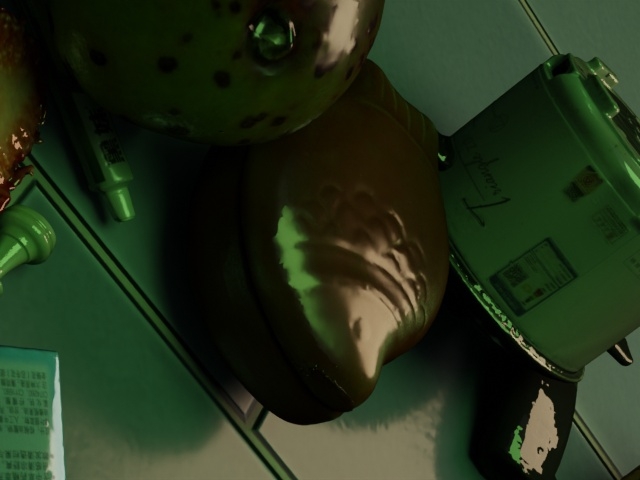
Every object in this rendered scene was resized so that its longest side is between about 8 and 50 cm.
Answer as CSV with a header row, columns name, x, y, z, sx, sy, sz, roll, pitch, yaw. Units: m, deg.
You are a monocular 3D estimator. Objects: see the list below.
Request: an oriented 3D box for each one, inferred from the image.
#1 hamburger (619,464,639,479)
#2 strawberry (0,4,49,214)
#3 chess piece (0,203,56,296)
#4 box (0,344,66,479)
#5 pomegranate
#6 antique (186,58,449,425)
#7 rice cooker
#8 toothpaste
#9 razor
name,x,y,z,sx,sy,sz,roll,pitch,yaw
hamburger,0.369,0.295,1.454,0.245,0.211,0.260,58,35,-12
strawberry,-0.237,-0.063,0.972,0.208,0.087,0.167,-21,107,-77
chess piece,-0.206,0.020,0.998,0.042,0.042,0.093,55,46,-20
box,-0.248,0.128,0.867,0.232,0.083,0.142,12,66,-50
pomegranate,-0.069,-0.200,1.079,0.231,0.231,0.286,35,35,-38
antique,0.000,0.000,1.184,0.223,0.129,0.278,38,49,-35
rice cooker,0.193,-0.014,1.344,0.280,0.227,0.241,45,18,-20
toothpaste,-0.170,-0.108,1.099,0.049,0.031,0.204,-20,89,-55
razor,0.184,0.153,1.411,0.090,0.054,0.148,44,45,-26
